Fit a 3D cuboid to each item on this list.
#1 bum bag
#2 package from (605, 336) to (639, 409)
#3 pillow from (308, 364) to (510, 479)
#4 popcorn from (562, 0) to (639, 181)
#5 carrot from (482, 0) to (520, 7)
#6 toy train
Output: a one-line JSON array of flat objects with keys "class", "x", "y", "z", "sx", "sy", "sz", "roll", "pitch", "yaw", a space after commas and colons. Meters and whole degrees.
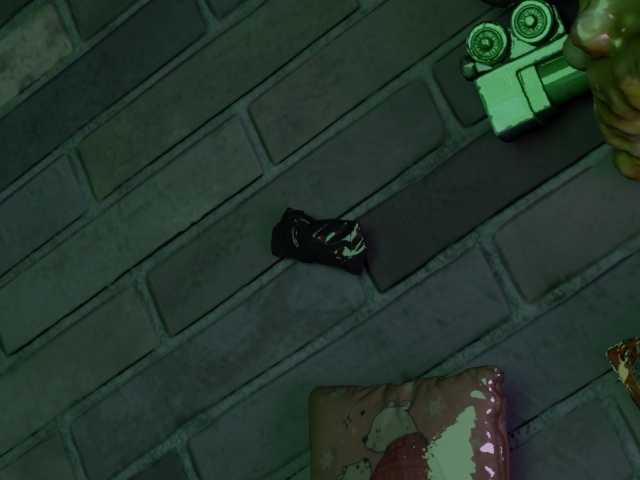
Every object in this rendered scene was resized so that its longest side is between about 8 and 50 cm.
[{"class": "bum bag", "x": -0.001, "y": 0.000, "z": 1.770, "sx": 0.124, "sy": 0.034, "sz": 0.057, "roll": 10, "pitch": 95, "yaw": 34}, {"class": "package", "x": 0.311, "y": 0.123, "z": 1.542, "sx": 0.077, "sy": 0.033, "sz": 0.110, "roll": -39, "pitch": 63, "yaw": 5}, {"class": "pillow", "x": 0.082, "y": 0.237, "z": 1.618, "sx": 0.236, "sy": 0.084, "sz": 0.223, "roll": -8, "pitch": 72, "yaw": 33}, {"class": "popcorn", "x": 0.347, "y": -0.191, "z": 1.443, "sx": 0.274, "sy": 0.335, "sz": 0.279, "roll": 4, "pitch": 83, "yaw": 5}, {"class": "carrot", "x": 0.207, "y": -0.310, "z": 1.582, "sx": 0.302, "sy": 0.139, "sz": 0.138, "roll": 155, "pitch": 127, "yaw": -72}, {"class": "toy train", "x": 0.257, "y": -0.193, "z": 1.645, "sx": 0.251, "sy": 0.085, "sz": 0.119, "roll": -24, "pitch": 81, "yaw": 20}]
